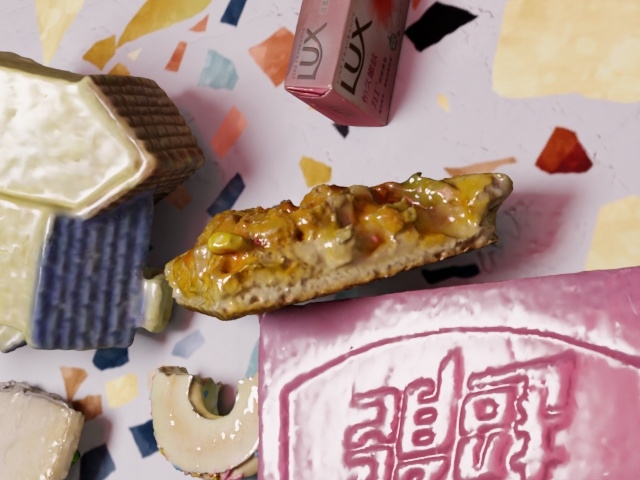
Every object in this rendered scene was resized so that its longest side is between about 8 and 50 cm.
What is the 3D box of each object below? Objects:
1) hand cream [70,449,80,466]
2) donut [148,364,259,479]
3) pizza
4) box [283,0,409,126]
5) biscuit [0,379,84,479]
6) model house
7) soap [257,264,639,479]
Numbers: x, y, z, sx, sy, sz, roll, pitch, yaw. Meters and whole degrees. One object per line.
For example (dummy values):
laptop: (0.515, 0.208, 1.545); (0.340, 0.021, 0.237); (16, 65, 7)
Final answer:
hand cream: (-0.299, 0.252, 1.173); (0.122, 0.023, 0.036); (-39, 59, 21)
donut: (-0.085, 0.170, 1.035); (0.166, 0.065, 0.108); (-2, 74, 31)
pizza: (0.002, -0.001, 0.981); (0.268, 0.258, 0.087); (169, 87, -73)
box: (0.027, -0.191, 1.049); (0.060, 0.111, 0.156); (4, 79, 33)
biscuit: (-0.338, 0.228, 1.174); (0.265, 0.040, 0.188); (-38, 52, 27)
model house: (-0.261, -0.036, 1.142); (0.266, 0.261, 0.321); (11, 99, 9)
soap: (0.126, 0.150, 0.872); (0.360, 0.128, 0.232); (-9, 73, 30)
